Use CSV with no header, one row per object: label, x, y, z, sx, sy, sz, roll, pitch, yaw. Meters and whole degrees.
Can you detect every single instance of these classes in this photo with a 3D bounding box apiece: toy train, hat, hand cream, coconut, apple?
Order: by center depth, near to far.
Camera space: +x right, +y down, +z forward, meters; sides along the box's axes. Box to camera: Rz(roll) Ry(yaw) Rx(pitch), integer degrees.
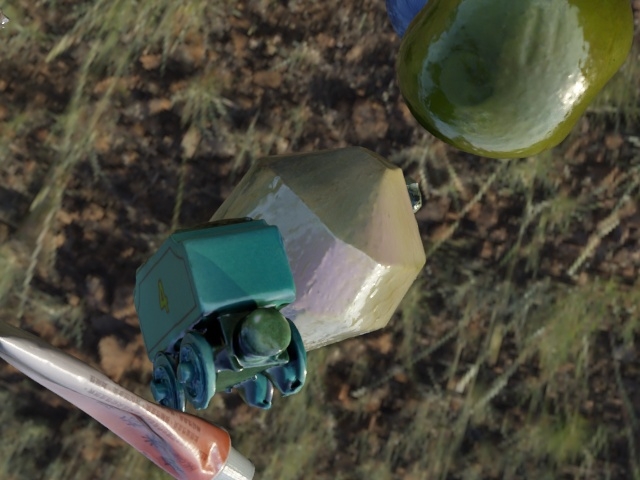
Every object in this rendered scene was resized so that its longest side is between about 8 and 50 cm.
hand cream,-0.106,0.083,0.593,0.052,0.038,0.216,-15,142,34
apple,0.153,-0.158,0.910,0.157,0.196,0.196,36,144,1
toy train,-0.087,0.068,0.952,0.107,0.154,0.198,-9,167,-26
coconut,0.000,0.000,1.337,0.259,0.259,0.259,14,144,10
hat,0.118,-0.081,2.197,0.166,0.122,0.081,-2,136,16

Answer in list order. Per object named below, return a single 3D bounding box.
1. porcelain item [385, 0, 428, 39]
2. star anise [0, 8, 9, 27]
porcelain item,0.169,-0.325,1.558,0.147,0.114,0.147,33,145,28
star anise,-0.477,-0.302,1.447,0.109,0.236,0.223,35,167,-3
